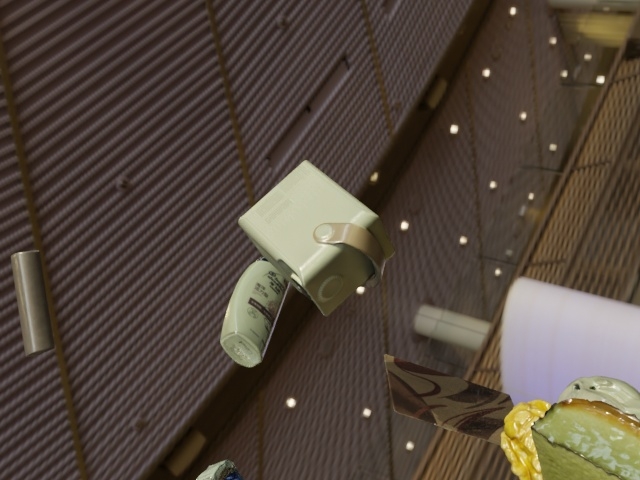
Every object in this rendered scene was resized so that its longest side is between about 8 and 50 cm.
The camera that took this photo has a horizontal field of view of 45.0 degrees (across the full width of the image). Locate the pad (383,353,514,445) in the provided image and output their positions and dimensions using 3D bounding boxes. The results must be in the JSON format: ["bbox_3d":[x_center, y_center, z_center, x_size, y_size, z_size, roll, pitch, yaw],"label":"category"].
[{"bbox_3d":[0.300,0.358,1.702,0.220,0.330,0.004,-95,26,-65],"label":"pad"}]

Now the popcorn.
[{"bbox_3d":[0.420,0.404,1.441,0.140,0.163,0.194,-26,-81,1],"label":"popcorn"}]

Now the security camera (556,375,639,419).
[{"bbox_3d":[0.468,0.297,1.114,0.197,0.277,0.191,-37,-60,-37],"label":"security camera"}]

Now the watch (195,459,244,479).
[{"bbox_3d":[-0.225,0.704,1.889,0.274,0.068,0.276,60,-159,-11],"label":"watch"}]

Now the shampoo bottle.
[{"bbox_3d":[-0.158,0.150,1.920,0.134,0.078,0.359,48,-150,-19],"label":"shampoo bottle"}]

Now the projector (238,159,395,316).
[{"bbox_3d":[0.000,0.000,1.358,0.177,0.242,0.163,-44,-36,-8],"label":"projector"}]

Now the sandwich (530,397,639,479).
[{"bbox_3d":[0.278,0.240,0.562,0.063,0.245,0.212,-37,-50,-21],"label":"sandwich"}]

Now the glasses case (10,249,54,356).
[{"bbox_3d":[-0.531,0.115,1.414,0.042,0.072,0.190,-6,-99,-40],"label":"glasses case"}]
